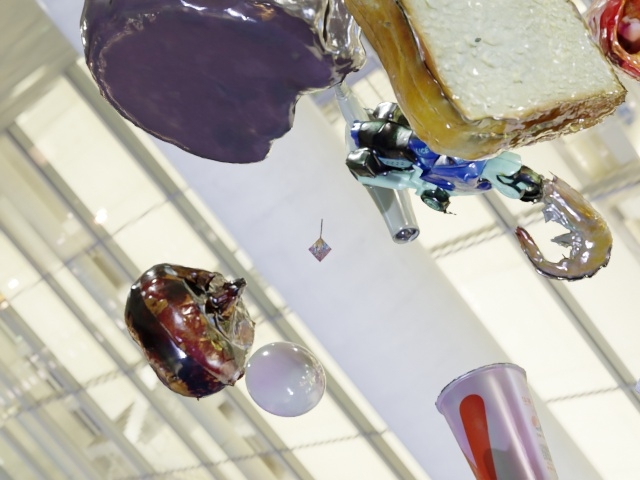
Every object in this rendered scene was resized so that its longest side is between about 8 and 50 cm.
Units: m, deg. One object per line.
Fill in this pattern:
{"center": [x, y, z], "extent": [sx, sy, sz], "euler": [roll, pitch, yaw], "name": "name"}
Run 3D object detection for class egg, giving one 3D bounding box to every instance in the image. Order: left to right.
{"center": [-0.049, 0.193, 1.541], "extent": [0.103, 0.103, 0.135], "euler": [-42, -149, -20], "name": "egg"}

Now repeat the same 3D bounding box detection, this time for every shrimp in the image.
{"center": [0.454, -0.022, 2.158], "extent": [0.173, 0.253, 0.058], "euler": [-53, -178, 10], "name": "shrimp"}

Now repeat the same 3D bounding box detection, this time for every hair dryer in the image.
{"center": [0.105, -0.136, 2.060], "extent": [0.119, 0.295, 0.298], "euler": [-25, 167, 9], "name": "hair dryer"}

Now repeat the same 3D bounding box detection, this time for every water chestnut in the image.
{"center": [-0.244, 0.162, 2.248], "extent": [0.300, 0.300, 0.300], "euler": [-37, -169, 8], "name": "water chestnut"}

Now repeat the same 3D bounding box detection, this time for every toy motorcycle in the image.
{"center": [0.181, -0.131, 1.679], "extent": [0.331, 0.196, 0.125], "euler": [15, -112, 47], "name": "toy motorcycle"}

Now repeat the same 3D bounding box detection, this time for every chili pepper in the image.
{"center": [0.421, -0.289, 1.490], "extent": [0.338, 0.135, 0.131], "euler": [-66, 166, -71], "name": "chili pepper"}

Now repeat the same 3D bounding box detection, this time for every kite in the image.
{"center": [0.006, 0.002, 2.101], "extent": [0.078, 0.044, 0.002], "euler": [-66, -162, -7], "name": "kite"}

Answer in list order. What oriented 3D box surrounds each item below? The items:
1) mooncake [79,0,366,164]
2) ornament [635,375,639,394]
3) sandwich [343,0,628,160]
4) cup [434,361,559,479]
{"center": [-0.141, -0.284, 1.504], "extent": [0.381, 0.351, 0.212], "euler": [-19, -124, 43], "name": "mooncake"}
{"center": [0.736, 0.208, 1.898], "extent": [0.240, 0.239, 0.239], "euler": [-7, -147, -33], "name": "ornament"}
{"center": [0.174, -0.238, 1.243], "extent": [0.271, 0.301, 0.099], "euler": [-16, 162, -28], "name": "sandwich"}
{"center": [0.361, 0.410, 2.159], "extent": [0.203, 0.203, 0.288], "euler": [-35, -130, 18], "name": "cup"}
